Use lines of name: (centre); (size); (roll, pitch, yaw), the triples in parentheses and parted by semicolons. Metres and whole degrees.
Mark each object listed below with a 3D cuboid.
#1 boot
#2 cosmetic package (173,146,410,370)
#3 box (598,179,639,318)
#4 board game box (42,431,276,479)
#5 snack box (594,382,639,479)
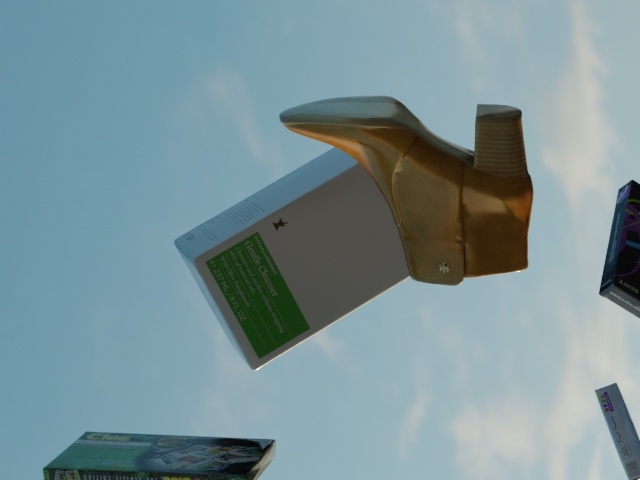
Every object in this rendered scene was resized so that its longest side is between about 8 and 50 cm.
boot: (0.097, -0.053, 1.746); (0.104, 0.295, 0.211); (-58, -30, -64)
cosmetic package: (0.000, 0.000, 2.166); (0.197, 0.365, 0.155); (61, 172, -17)
box: (0.371, 0.022, 1.671); (0.116, 0.029, 0.162); (30, -129, -13)
board game box: (-0.197, 0.275, 1.876); (0.136, 0.259, 0.030); (-44, -48, -69)
snack box: (0.429, 0.281, 2.123); (0.100, 0.037, 0.141); (55, -163, -64)
